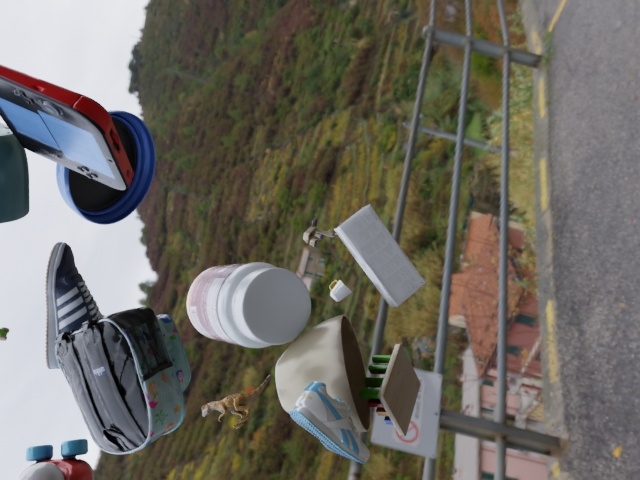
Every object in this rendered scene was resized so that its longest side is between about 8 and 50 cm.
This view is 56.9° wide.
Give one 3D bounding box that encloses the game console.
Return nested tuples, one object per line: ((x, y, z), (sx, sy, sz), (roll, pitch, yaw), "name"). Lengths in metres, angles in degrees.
((-0.644, -0.268, 1.445), (0.386, 0.342, 0.060), (107, -177, -68), "game console")

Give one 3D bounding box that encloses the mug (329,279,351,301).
((0.067, 0.182, 2.111), (0.064, 0.062, 0.078), (-46, 14, 0), "mug")

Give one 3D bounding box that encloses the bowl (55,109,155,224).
((-0.720, -0.250, 1.998), (0.391, 0.077, 0.391), (-47, -33, -45), "bowl")

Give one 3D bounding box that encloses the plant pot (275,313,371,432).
((-0.002, 0.340, 1.457), (0.284, 0.191, 0.284), (-13, -90, -81), "plant pot")

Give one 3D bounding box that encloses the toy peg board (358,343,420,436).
((0.170, 0.367, 1.462), (0.160, 0.079, 0.161), (63, -142, -31), "toy peg board")

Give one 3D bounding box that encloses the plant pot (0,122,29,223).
((-0.961, -0.208, 1.646), (0.293, 0.293, 0.235), (-83, 9, -70), "plant pot")

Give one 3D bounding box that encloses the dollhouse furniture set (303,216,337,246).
((0.000, 0.000, 1.741), (0.114, 0.081, 0.090), (-48, -28, -61), "dollhouse furniture set")

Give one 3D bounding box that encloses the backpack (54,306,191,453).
((-0.370, 0.272, 1.145), (0.191, 0.225, 0.253), (-8, -104, -58), "backpack")

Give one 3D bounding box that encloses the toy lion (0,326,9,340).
((-0.906, 0.237, 1.586), (0.100, 0.096, 0.034), (77, -172, -52), "toy lion")

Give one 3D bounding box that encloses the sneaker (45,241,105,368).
((-0.520, 0.144, 1.311), (0.099, 0.153, 0.282), (-152, 64, -79), "sneaker")

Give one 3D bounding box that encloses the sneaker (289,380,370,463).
((0.038, 0.391, 1.250), (0.087, 0.228, 0.092), (-5, 43, 50), "sneaker")

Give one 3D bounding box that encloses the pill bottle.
((-0.200, 0.171, 1.597), (0.392, 0.224, 0.224), (-7, 66, 60), "pill bottle")

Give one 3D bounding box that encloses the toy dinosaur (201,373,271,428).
((-0.217, 0.438, 1.599), (0.064, 0.212, 0.112), (91, 158, -57), "toy dinosaur")

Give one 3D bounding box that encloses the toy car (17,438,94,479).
((-0.751, 0.654, 1.578), (0.238, 0.211, 0.219), (66, -165, -69), "toy car")

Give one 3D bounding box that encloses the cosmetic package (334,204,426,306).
((0.145, 0.038, 1.442), (0.099, 0.239, 0.060), (-37, 5, -14), "cosmetic package")
